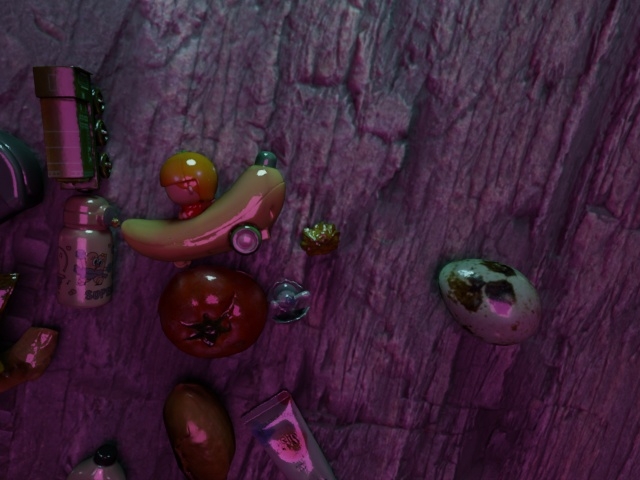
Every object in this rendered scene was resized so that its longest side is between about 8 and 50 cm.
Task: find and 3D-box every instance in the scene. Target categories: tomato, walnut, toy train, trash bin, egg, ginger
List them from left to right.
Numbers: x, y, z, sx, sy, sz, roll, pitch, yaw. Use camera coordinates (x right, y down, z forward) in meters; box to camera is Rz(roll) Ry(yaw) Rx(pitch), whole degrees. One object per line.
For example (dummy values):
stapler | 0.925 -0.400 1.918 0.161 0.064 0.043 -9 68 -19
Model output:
trash bin | -0.635 -0.098 0.848 0.236 0.101 0.176 -33 105 1
ginger | -0.597 0.237 0.928 0.190 0.069 0.095 -27 101 -2
toy train | -0.439 -0.194 0.838 0.090 0.137 0.225 -3 100 -8
walnut | -0.250 0.406 0.981 0.137 0.137 0.245 -19 94 -5
tomato | -0.214 0.156 0.929 0.225 0.085 0.224 -4 126 -6
egg | 0.357 0.125 1.002 0.231 0.169 0.169 32 95 1

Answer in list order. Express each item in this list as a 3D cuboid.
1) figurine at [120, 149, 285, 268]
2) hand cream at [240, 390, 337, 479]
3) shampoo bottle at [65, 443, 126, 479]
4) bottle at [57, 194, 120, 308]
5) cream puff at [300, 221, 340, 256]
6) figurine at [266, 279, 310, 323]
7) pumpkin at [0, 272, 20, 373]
figurine | -0.225 -0.068 0.903 0.325 0.124 0.222 -14 102 -2
hand cream | -0.040 0.506 1.067 0.125 0.078 0.340 -32 99 -1
shampoo bottle | -0.487 0.554 0.999 0.127 0.078 0.256 20 99 -6
bottle | -0.440 0.018 0.894 0.110 0.097 0.208 8 100 10
cream puff | 0.000 0.000 0.979 0.084 0.058 0.083 17 99 -13
figurine | -0.065 0.130 0.979 0.095 0.086 0.082 -16 101 -5
pumpkin | -0.698 0.173 0.860 0.259 0.095 0.289 13 101 2
